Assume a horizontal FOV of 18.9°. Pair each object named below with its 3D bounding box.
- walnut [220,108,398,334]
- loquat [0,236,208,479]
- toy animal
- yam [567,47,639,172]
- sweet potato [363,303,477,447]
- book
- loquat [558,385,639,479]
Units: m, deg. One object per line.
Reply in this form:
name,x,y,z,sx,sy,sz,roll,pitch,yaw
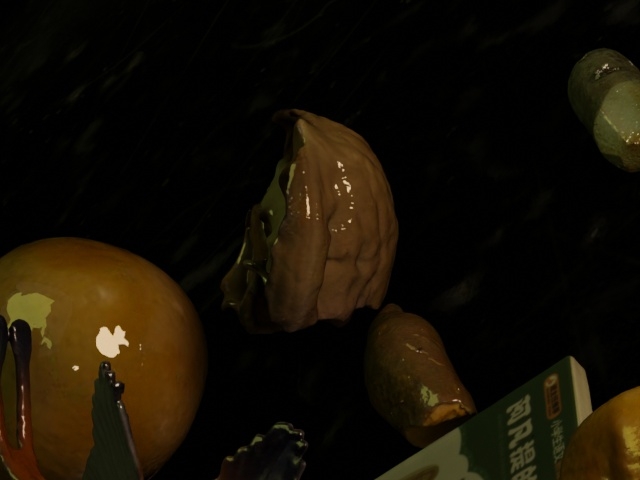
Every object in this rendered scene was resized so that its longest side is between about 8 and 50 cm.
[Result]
walnut,0.001,-0.011,1.745,0.238,0.141,0.204,165,114,-77
loquat,-0.230,0.127,1.827,0.263,0.263,0.263,-36,24,19
toy animal,-0.208,0.231,1.586,0.284,0.225,0.302,11,84,39
yam,0.253,-0.113,1.628,0.069,0.070,0.146,-40,22,11
sweet potato,0.065,0.101,1.569,0.077,0.077,0.244,-42,23,4
book,0.089,0.213,1.393,0.264,0.027,0.202,-35,24,21
loquat,0.210,0.156,1.187,0.137,0.113,0.137,-19,52,26
